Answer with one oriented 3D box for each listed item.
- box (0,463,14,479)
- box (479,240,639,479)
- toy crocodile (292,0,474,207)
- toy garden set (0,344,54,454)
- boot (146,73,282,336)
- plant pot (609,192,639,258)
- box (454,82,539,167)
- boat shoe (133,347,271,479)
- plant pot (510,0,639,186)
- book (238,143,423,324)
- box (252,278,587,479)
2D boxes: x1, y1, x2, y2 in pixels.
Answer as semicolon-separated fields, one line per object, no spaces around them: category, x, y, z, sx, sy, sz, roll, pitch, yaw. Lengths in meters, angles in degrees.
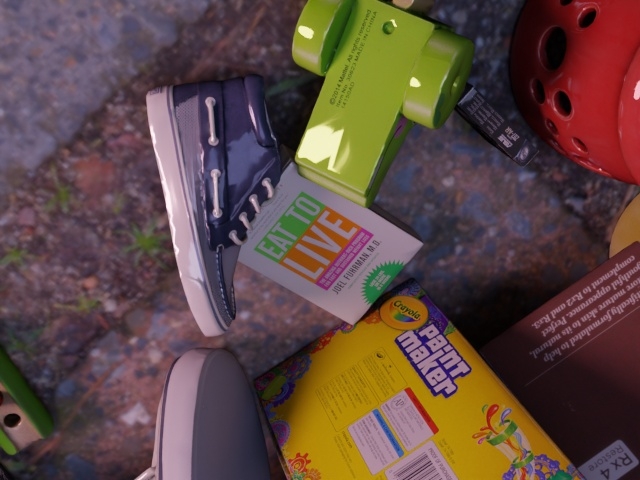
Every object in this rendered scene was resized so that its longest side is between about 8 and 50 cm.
box;-0.261;0.295;0.684;0.108;0.207;0.153;-27;120;-4
box;0.265;0.147;0.769;0.168;0.167;0.203;-34;142;-1
toy crocodile;0.068;-0.188;0.619;0.115;0.105;0.341;23;106;18
toy garden set;-0.358;0.130;0.660;0.244;0.049;0.204;-27;117;-4
boot;-0.065;-0.024;0.656;0.086;0.069;0.190;-10;107;0
plant pot;0.346;0.016;0.810;0.134;0.095;0.134;-7;117;-15
box;0.125;-0.098;0.701;0.083;0.067;0.018;37;100;-29
boat shoe;-0.127;0.274;0.716;0.156;0.136;0.367;-9;79;21
plant pot;0.266;-0.128;0.674;0.191;0.174;0.191;-7;115;-16
book;0.000;0.000;0.731;0.144;0.035;0.096;30;107;-29
box;0.116;0.236;0.729;0.177;0.290;0.279;-33;121;-1
